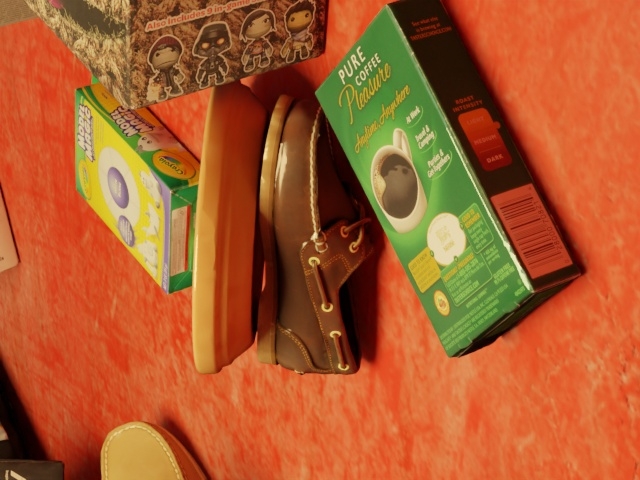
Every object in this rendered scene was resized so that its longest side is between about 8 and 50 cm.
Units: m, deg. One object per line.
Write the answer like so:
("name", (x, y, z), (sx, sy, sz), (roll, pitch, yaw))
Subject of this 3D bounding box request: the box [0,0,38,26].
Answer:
("box", (-0.249, -0.279, 1.331), (0.203, 0.114, 0.103), (64, 151, 15))

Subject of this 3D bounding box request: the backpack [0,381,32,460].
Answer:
("backpack", (-0.471, 0.162, 1.905), (0.290, 0.273, 0.355), (121, 137, -64))

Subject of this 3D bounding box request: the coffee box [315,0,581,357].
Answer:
("coffee box", (0.069, -0.036, 0.987), (0.184, 0.040, 0.113), (63, 151, 13))

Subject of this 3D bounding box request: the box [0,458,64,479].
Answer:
("box", (-0.305, 0.417, 1.708), (0.395, 0.097, 0.318), (115, 156, -64))

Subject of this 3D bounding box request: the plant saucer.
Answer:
("plant saucer", (-0.056, -0.010, 1.145), (0.200, 0.037, 0.200), (4, -90, -90))

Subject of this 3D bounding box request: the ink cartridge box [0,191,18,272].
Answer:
("ink cartridge box", (-0.435, -0.089, 1.720), (0.201, 0.117, 0.278), (-1, 107, 38))

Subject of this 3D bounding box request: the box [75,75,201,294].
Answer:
("box", (-0.147, -0.051, 1.368), (0.179, 0.043, 0.105), (46, 143, 41))

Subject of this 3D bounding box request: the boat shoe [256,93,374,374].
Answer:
("boat shoe", (0.000, 0.000, 1.117), (0.073, 0.073, 0.207), (11, 130, 13))

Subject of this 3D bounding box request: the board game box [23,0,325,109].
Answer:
("board game box", (-0.109, -0.270, 1.054), (0.232, 0.141, 0.291), (44, 143, 40))

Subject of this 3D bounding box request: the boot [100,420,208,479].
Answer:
("boot", (-0.152, 0.234, 1.373), (0.203, 0.095, 0.262), (50, -160, -56))
